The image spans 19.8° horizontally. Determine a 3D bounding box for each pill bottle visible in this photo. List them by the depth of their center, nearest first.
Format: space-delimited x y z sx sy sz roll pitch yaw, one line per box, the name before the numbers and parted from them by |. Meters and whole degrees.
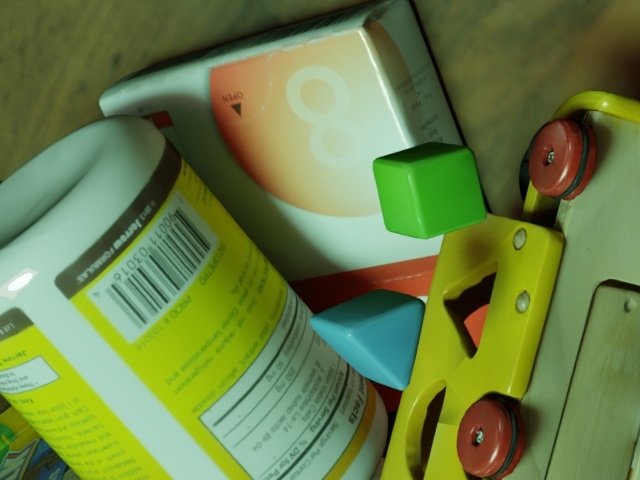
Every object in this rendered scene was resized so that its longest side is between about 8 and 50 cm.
pill bottle | -0.053 0.061 0.755 0.117 0.117 0.215 -21 117 39

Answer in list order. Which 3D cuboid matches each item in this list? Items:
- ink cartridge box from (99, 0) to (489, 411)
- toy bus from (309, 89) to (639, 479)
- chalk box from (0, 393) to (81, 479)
ink cartridge box | 0.000 0.000 0.769 0.145 0.045 0.179 -11 105 37
toy bus | 0.090 0.021 0.677 0.104 0.202 0.191 16 136 62
chalk box | -0.186 0.087 0.825 0.132 0.213 0.132 33 128 14
